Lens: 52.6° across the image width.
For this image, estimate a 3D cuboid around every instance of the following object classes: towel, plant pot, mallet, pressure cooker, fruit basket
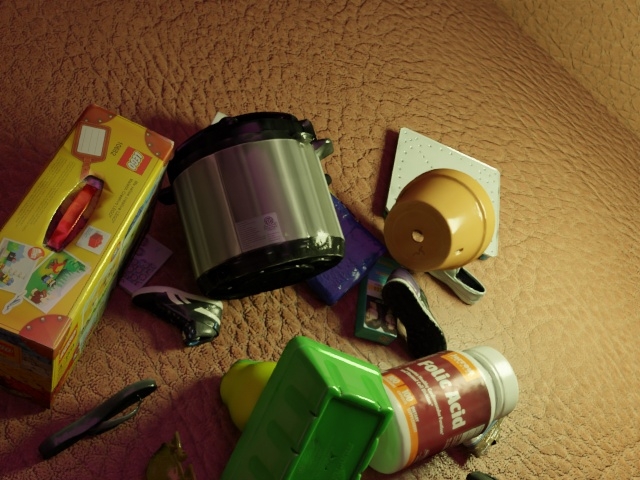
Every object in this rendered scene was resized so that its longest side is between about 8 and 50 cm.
[{"bbox_3d":[0.000,0.000,1.769,0.228,0.076,0.308,-42,84,-15],"label":"towel"},{"bbox_3d":[0.306,-0.039,1.773,0.291,0.291,0.203,49,35,11],"label":"plant pot"},{"bbox_3d":[0.058,-0.124,1.945,0.190,0.039,0.062,42,54,1],"label":"mallet"},{"bbox_3d":[-0.155,-0.102,1.538,0.370,0.376,0.420,-8,75,-41],"label":"pressure cooker"},{"bbox_3d":[-0.060,0.387,1.395,0.283,0.392,0.391,26,50,-23],"label":"fruit basket"}]

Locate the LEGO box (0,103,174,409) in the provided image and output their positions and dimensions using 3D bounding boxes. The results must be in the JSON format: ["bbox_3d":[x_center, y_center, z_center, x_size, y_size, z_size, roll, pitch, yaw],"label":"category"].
[{"bbox_3d":[-0.513,0.035,1.324,0.193,0.372,0.500,25,54,-8],"label":"LEGO box"}]

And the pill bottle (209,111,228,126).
[{"bbox_3d":[-0.190,-0.256,1.837,0.272,0.152,0.152,26,51,-8],"label":"pill bottle"}]

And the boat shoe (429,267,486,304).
[{"bbox_3d":[0.399,0.092,1.929,0.227,0.081,0.079,42,50,5],"label":"boat shoe"}]

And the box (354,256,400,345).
[{"bbox_3d":[0.159,0.158,1.782,0.101,0.060,0.244,18,52,-13],"label":"box"}]

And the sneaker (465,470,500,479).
[{"bbox_3d":[0.426,0.686,1.527,0.130,0.109,0.286,-22,68,-28],"label":"sneaker"}]

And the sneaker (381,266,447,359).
[{"bbox_3d":[0.269,0.197,1.742,0.283,0.107,0.124,62,26,-16],"label":"sneaker"}]

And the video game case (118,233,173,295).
[{"bbox_3d":[-0.465,0.042,1.585,0.143,0.019,0.157,35,51,0],"label":"video game case"}]

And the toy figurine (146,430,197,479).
[{"bbox_3d":[-0.310,0.571,1.201,0.217,0.191,0.362,-18,66,-29],"label":"toy figurine"}]

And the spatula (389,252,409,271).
[{"bbox_3d":[0.248,0.105,1.876,0.084,0.030,0.296,12,51,-21],"label":"spatula"}]

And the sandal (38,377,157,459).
[{"bbox_3d":[-0.445,0.373,1.329,0.255,0.097,0.054,-32,75,-27],"label":"sandal"}]

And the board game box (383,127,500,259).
[{"bbox_3d":[0.404,-0.155,2.121,0.390,0.050,0.389,22,52,-10],"label":"board game box"}]

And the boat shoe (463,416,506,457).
[{"bbox_3d":[0.433,0.500,1.686,0.183,0.066,0.066,-25,89,-39],"label":"boat shoe"}]

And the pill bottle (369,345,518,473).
[{"bbox_3d":[0.277,0.394,1.572,0.392,0.224,0.224,-11,64,-31],"label":"pill bottle"}]

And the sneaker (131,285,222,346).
[{"bbox_3d":[-0.335,0.182,1.514,0.217,0.079,0.121,12,53,-20],"label":"sneaker"}]
